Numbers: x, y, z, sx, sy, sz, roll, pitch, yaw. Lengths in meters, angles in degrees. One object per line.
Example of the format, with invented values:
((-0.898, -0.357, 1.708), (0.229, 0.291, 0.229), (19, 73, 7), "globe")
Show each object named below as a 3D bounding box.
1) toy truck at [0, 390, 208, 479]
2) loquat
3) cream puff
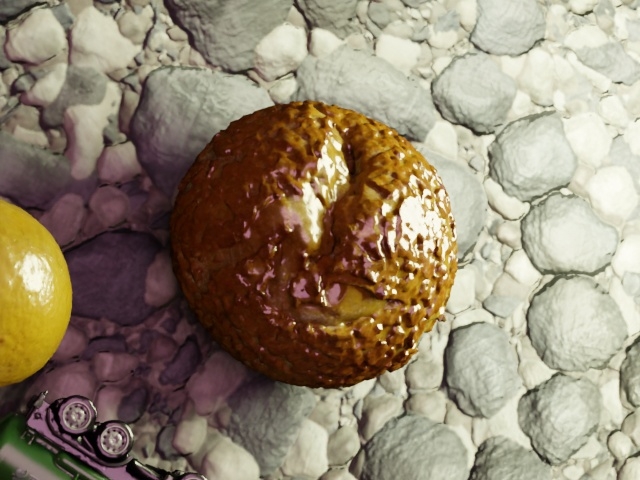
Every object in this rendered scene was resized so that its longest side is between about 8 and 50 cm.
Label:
((-0.207, 0.237, 1.496), (0.242, 0.101, 0.125), (34, 74, -10), "toy truck")
((-0.333, 0.053, 1.427), (0.208, 0.208, 0.208), (4, 78, -21), "loquat")
((0.000, 0.000, 1.563), (0.303, 0.212, 0.303), (3, 79, -16), "cream puff")
